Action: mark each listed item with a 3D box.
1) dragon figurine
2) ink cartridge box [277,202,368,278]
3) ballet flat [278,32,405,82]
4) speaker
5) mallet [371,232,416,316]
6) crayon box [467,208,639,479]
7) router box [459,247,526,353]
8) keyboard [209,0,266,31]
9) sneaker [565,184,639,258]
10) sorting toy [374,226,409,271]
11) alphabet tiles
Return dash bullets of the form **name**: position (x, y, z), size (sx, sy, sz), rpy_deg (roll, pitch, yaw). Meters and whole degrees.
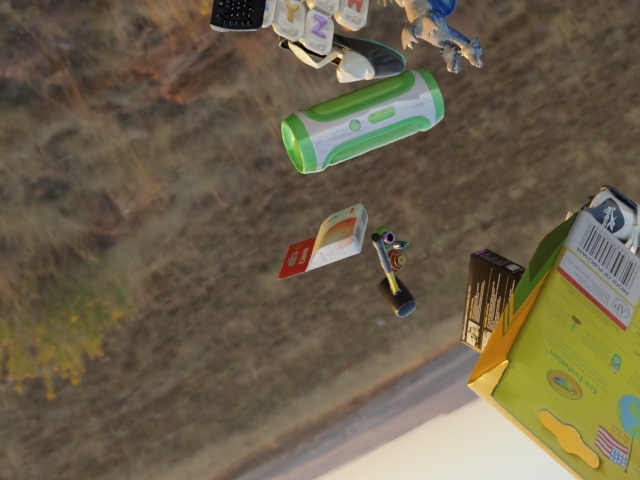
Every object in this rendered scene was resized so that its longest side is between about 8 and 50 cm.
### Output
- **dragon figurine**: position (0.175, -0.409, 1.824), size (0.085, 0.289, 0.144), rpy_deg (-29, 179, 33)
- **ink cartridge box**: position (0.000, 0.000, 2.086), size (0.179, 0.045, 0.145), rpy_deg (-17, -156, 18)
- **ballet flat**: position (0.036, -0.385, 2.228), size (0.096, 0.280, 0.095), rpy_deg (-59, 162, -24)
- **speaker**: position (0.080, -0.228, 2.031), size (0.296, 0.131, 0.131), rpy_deg (-22, 169, -13)
- **mallet**: position (0.095, 0.040, 1.567), size (0.039, 0.062, 0.190), rpy_deg (-33, 138, -6)
- **crayon box**: position (0.294, 0.136, 1.191), size (0.081, 0.202, 0.318), rpy_deg (-44, -174, 48)
- **router box**: position (0.313, 0.121, 1.866), size (0.046, 0.133, 0.179), rpy_deg (-15, 121, -36)
- **keyboard**: position (-0.117, -0.360, 1.402), size (0.100, 0.192, 0.038), rpy_deg (-1, 153, 12)
- **sneaker**: position (0.435, -0.011, 1.455), size (0.153, 0.094, 0.235), rpy_deg (19, -178, -32)
- **sorting toy**: position (0.157, 0.016, 2.250), size (0.061, 0.102, 0.042), rpy_deg (-27, -169, -35)
- **alphabet tiles**: position (-0.035, -0.448, 1.701), size (0.284, 0.278, 0.021), rpy_deg (20, 157, -32)
